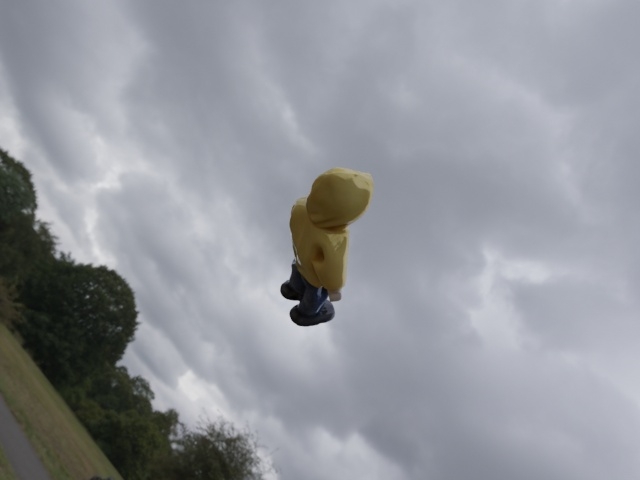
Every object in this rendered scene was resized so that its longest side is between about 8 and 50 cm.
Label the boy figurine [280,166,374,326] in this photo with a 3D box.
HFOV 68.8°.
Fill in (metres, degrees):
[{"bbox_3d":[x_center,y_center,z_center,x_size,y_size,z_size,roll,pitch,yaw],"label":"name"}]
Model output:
[{"bbox_3d":[0.000,0.000,0.714,0.177,0.092,0.285,-118,-147,-42],"label":"boy figurine"}]
